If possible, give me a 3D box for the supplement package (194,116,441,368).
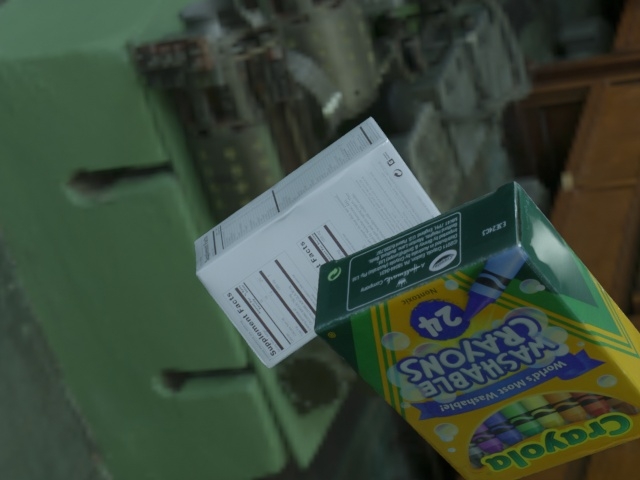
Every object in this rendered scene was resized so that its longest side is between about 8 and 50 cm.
[{"bbox_3d":[0.000,0.000,1.643,0.134,0.244,0.139,54,5,-15],"label":"supplement package"}]

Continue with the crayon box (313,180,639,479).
[{"bbox_3d":[0.170,0.109,1.364,0.323,0.203,0.083,45,33,-34],"label":"crayon box"}]
